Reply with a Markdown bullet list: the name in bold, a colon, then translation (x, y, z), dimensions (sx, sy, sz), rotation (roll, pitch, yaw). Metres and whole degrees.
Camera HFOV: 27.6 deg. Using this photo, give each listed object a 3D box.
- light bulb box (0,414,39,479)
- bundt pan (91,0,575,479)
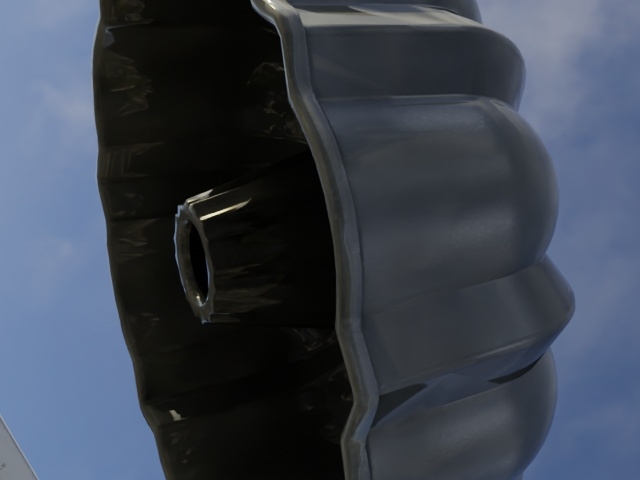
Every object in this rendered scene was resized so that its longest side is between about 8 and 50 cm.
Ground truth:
- **light bulb box**: translation (-0.456, 0.145, 1.234), dimensions (0.358, 0.225, 0.361), rotation (28, -34, 55)
- **bundt pan**: translation (0.000, 0.000, 0.583), dimensions (0.331, 0.124, 0.330), rotation (170, -90, -69)
